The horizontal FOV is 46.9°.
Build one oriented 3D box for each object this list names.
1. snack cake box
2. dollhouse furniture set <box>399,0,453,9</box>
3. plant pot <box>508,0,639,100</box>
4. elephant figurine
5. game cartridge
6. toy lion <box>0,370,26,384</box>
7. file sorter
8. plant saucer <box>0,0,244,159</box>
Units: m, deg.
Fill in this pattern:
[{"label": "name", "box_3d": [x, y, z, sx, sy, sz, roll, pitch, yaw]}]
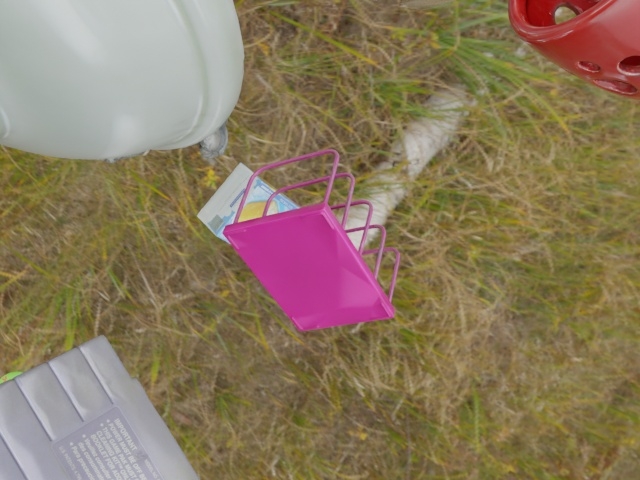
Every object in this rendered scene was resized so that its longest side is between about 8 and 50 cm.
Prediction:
[{"label": "snack cake box", "box_3d": [-0.130, -0.044, 1.642, 0.152, 0.089, 0.264, -51, 145, 4]}, {"label": "dollhouse furniture set", "box_3d": [0.119, -0.382, 0.794, 0.259, 0.135, 0.261, -6, 94, -41]}, {"label": "plant pot", "box_3d": [0.266, -0.189, 0.553, 0.174, 0.191, 0.191, 29, 86, -22]}, {"label": "elephant figurine", "box_3d": [-0.318, -0.246, 1.511, 0.186, 0.240, 0.169, -8, 94, -76]}, {"label": "game cartridge", "box_3d": [-0.201, 0.282, 0.682, 0.355, 0.068, 0.230, 57, 33, 5]}, {"label": "toy lion", "box_3d": [-0.422, 0.216, 0.982, 0.096, 0.034, 0.100, 34, 86, -2]}, {"label": "file sorter", "box_3d": [0.000, 0.000, 1.367, 0.290, 0.202, 0.182, 56, 35, -37]}, {"label": "plant saucer", "box_3d": [-0.232, -0.141, 0.352, 0.400, 0.401, 0.100, 41, 68, -35]}]
